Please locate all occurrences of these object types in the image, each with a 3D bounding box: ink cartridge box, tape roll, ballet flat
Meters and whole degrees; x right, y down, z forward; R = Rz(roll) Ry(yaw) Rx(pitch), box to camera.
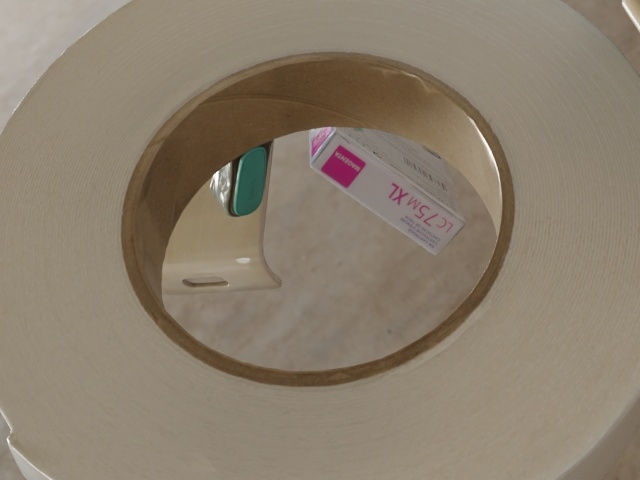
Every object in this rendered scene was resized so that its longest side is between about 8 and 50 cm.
[{"bbox_3d":[0.073,-0.110,1.569,0.065,0.185,0.311,-50,16,20],"label":"ink cartridge box"},{"bbox_3d":[0.000,0.000,0.705,0.392,0.072,0.392,-3,58,5],"label":"tape roll"},{"bbox_3d":[-0.082,-0.118,1.393,0.072,0.213,0.068,-18,52,-35],"label":"ballet flat"}]

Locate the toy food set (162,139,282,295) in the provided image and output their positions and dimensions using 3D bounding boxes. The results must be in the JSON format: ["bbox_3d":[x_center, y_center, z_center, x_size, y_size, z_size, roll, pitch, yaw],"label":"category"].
[{"bbox_3d":[-0.123,-0.085,1.666,0.219,0.092,0.306,-4,75,37],"label":"toy food set"}]

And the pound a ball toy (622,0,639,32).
[{"bbox_3d":[0.267,-0.235,0.998,0.208,0.135,0.319,-53,56,37],"label":"pound a ball toy"}]
